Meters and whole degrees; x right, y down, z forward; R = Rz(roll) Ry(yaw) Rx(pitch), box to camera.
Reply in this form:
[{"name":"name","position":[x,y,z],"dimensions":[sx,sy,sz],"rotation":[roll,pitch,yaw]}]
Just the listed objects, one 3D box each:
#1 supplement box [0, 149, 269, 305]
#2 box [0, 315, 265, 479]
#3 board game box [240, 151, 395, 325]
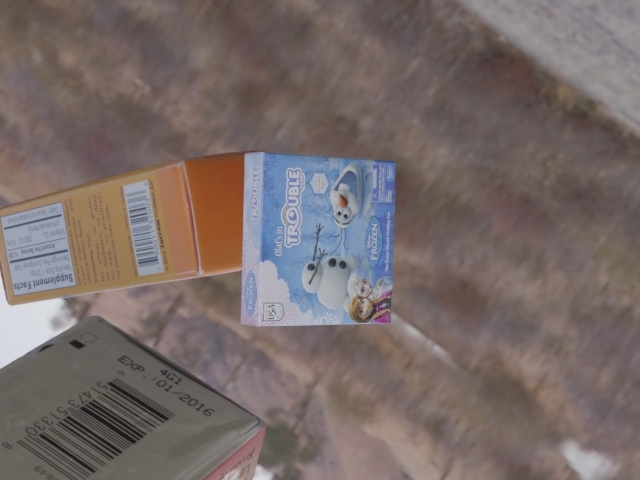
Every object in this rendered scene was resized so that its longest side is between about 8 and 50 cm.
[{"name":"supplement box","position":[-0.130,-0.006,0.942],"dimensions":[0.078,0.080,0.233],"rotation":[-11,-177,-43]},{"name":"box","position":[-0.138,0.185,0.750],"dimensions":[0.127,0.232,0.148],"rotation":[29,-145,21]},{"name":"board game box","position":[0.000,0.000,0.741],"dimensions":[0.090,0.090,0.020],"rotation":[1,-179,-36]}]
